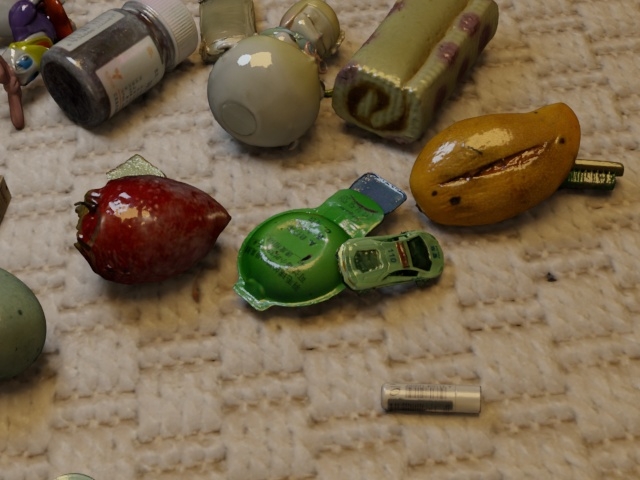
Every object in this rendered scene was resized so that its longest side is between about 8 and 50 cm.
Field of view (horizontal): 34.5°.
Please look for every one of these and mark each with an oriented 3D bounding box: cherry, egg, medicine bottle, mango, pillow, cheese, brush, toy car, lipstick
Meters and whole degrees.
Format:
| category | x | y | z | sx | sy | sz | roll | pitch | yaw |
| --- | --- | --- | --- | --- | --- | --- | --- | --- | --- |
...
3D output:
| category | x | y | z | sx | sy | sz | roll | pitch | yaw |
| --- | --- | --- | --- | --- | --- | --- | --- | --- | --- |
| cherry | -0.262 | -0.022 | 1.620 | 0.250 | 0.192 | 0.175 | -8 | 85 | -16 |
| egg | -0.511 | 0.116 | 1.519 | 0.236 | 0.169 | 0.169 | 17 | 52 | 26 |
| medicine bottle | -0.372 | -0.347 | 1.928 | 0.165 | 0.165 | 0.273 | 30 | 55 | 27 |
| mango | 0.286 | -0.123 | 1.668 | 0.295 | 0.120 | 0.177 | -22 | 85 | 9 |
| pillow | -0.186 | -0.432 | 2.061 | 0.119 | 0.053 | 0.208 | -9 | 48 | 1 |
| cheese | 0.000 | 0.000 | 1.642 | 0.320 | 0.083 | 0.204 | -38 | 54 | -23 |
| brush | 0.365 | -0.117 | 1.741 | 0.282 | 0.054 | 0.048 | 6 | 74 | 11 |
| toy car | 0.113 | 0.026 | 1.584 | 0.186 | 0.058 | 0.093 | -7 | 74 | -26 |
| lipstick | 0.156 | 0.223 | 1.460 | 0.141 | 0.040 | 0.040 | 1 | 48 | 5 |

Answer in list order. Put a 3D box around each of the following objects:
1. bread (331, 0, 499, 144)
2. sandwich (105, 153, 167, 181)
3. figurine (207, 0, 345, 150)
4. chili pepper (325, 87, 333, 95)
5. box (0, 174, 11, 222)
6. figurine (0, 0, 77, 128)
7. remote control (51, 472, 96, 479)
| category | x | y | z | sx | sy | sz | roll | pitch | yaw |
| --- | --- | --- | --- | --- | --- | --- | --- | --- | --- |
| bread | 0.175 | -0.330 | 1.878 | 0.187 | 0.155 | 0.338 | 25 | 52 | 14 |
| sandwich | -0.316 | -0.098 | 1.785 | 0.105 | 0.035 | 0.093 | 30 | 56 | 26 |
| figurine | -0.085 | -0.329 | 1.900 | 0.274 | 0.226 | 0.394 | -9 | 35 | 36 |
| chili pepper | 0.031 | -0.292 | 1.944 | 0.083 | 0.017 | 0.030 | -27 | 50 | -18 |
| box | -0.557 | -0.065 | 1.762 | 0.024 | 0.053 | 0.083 | 0 | 47 | 5 |
| figurine | -0.580 | -0.412 | 2.010 | 0.193 | 0.154 | 0.421 | -18 | 48 | -5 |
| remote control | -0.277 | 0.396 | 1.330 | 0.247 | 0.052 | 0.104 | 34 | 60 | 29 |
